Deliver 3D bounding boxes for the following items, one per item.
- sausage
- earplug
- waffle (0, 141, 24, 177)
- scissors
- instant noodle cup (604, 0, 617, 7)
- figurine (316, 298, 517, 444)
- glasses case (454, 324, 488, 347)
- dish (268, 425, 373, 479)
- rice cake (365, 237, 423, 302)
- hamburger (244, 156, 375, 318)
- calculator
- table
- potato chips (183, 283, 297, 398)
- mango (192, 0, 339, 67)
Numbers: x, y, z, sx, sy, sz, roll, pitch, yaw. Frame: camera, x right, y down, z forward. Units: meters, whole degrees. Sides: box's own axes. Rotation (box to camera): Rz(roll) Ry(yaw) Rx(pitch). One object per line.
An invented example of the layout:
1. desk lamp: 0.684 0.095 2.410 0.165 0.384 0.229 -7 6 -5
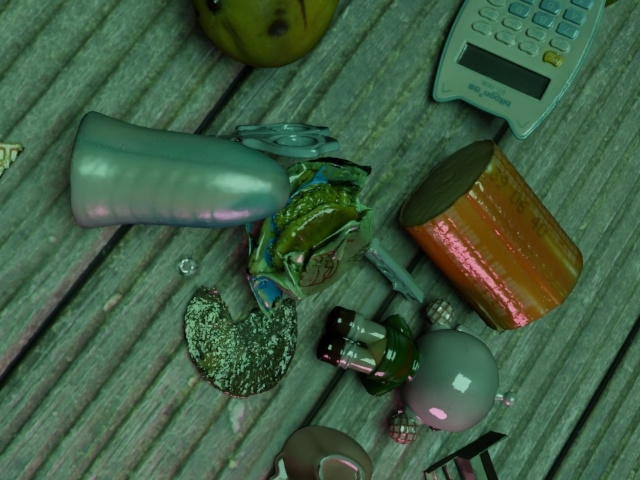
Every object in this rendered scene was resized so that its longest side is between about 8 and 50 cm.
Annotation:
1. sausage: 0.316 -0.010 1.659 0.233 0.233 0.287 -47 108 -17
2. earplug: -0.207 -0.097 1.392 0.323 0.185 0.185 5 87 1
3. waffle: -0.524 -0.083 1.402 0.097 0.023 0.153 6 86 -22
4. scissors: -0.153 -0.175 1.515 0.360 0.191 0.030 1 111 -8
5. instant noodle cup: 0.531 -0.565 1.801 0.168 0.168 0.185 -18 87 -23
6. figurine: 0.177 0.231 1.632 0.369 0.167 0.282 23 77 -13
7. glasses case: 0.298 0.197 1.758 0.083 0.021 0.032 36 79 -19
8. dish: 0.011 0.445 1.594 0.213 0.090 0.214 0 90 -24
9. rice cake: 0.137 0.061 1.652 0.180 0.030 0.042 45 46 -37
10. hamburger: -0.001 0.000 1.501 0.260 0.150 0.276 -18 133 -31
11. calculator: 0.389 -0.399 1.715 0.256 0.054 0.387 27 89 12
12. table: 0.308 0.480 1.740 0.175 0.062 0.146 -25 99 -25
13. potato chips: -0.141 0.171 1.565 0.219 0.029 0.202 27 82 -23
14. mango: -0.065 -0.498 1.491 0.301 0.220 0.445 50 52 -47
